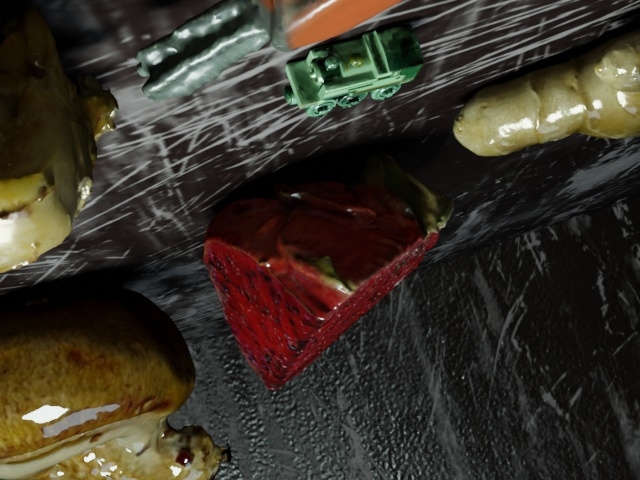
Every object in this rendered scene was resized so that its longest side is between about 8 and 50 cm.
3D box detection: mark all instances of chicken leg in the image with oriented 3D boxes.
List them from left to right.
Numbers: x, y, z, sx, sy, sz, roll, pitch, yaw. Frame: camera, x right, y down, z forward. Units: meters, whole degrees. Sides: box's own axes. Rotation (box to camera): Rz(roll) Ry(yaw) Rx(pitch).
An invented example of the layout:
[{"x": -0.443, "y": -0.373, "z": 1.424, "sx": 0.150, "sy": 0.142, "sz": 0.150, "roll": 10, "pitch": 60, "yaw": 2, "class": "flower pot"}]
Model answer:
[{"x": -0.137, "y": -0.051, "z": 0.563, "sx": 0.085, "sy": 0.101, "sz": 0.207, "roll": -16, "pitch": -166, "yaw": 6, "class": "chicken leg"}]

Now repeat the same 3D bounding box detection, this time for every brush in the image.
[{"x": 0.043, "y": -0.137, "z": 0.492, "sx": 0.323, "sy": 0.051, "sz": 0.070, "roll": -26, "pitch": 177, "yaw": 28, "class": "brush"}]

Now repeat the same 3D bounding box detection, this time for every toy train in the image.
[{"x": 0.019, "y": -0.103, "z": 0.746, "sx": 0.083, "sy": 0.033, "sz": 0.053, "roll": -16, "pitch": 168, "yaw": -17, "class": "toy train"}]

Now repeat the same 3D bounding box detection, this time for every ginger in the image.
[{"x": 0.254, "y": -0.137, "z": 0.940, "sx": 0.148, "sy": 0.081, "sz": 0.333, "roll": 13, "pitch": 153, "yaw": -35, "class": "ginger"}]

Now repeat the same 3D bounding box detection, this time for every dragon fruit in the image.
[{"x": 0.000, "y": 0.000, "z": 1.143, "sx": 0.205, "sy": 0.152, "sz": 0.317, "roll": -37, "pitch": 171, "yaw": -20, "class": "dragon fruit"}]

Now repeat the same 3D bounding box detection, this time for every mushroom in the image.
[{"x": -0.272, "y": 0.186, "z": 1.304, "sx": 0.345, "sy": 0.260, "sz": 0.345, "roll": -19, "pitch": 173, "yaw": -2, "class": "mushroom"}]
